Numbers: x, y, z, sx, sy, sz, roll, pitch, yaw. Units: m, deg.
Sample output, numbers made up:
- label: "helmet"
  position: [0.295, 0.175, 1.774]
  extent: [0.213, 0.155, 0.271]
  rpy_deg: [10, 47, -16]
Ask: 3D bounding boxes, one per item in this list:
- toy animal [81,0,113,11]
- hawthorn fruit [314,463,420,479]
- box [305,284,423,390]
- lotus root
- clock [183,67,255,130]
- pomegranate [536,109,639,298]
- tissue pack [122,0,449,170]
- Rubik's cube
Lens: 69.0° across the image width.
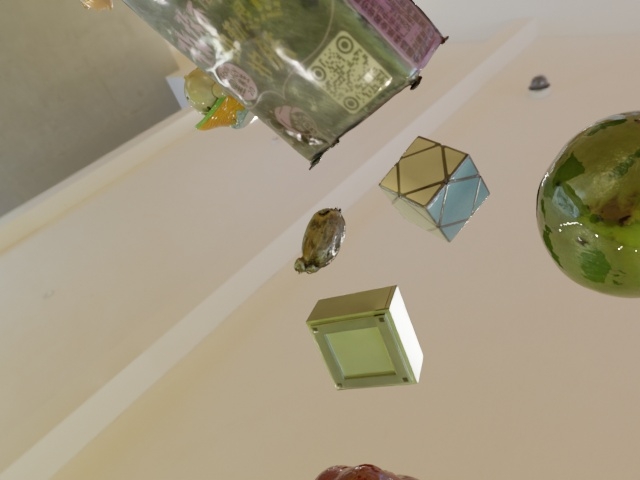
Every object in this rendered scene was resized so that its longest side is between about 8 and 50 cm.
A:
- label: "toy animal"
  position: [-0.450, -0.475, 0.865]
  extent: [0.092, 0.114, 0.082]
  rpy_deg: [-13, -136, -1]
- label: "hawthorn fruit"
  position: [0.070, 0.458, 0.660]
  extent: [0.208, 0.207, 0.243]
  rpy_deg: [-7, -130, 20]
- label: "box"
  position: [0.115, 0.257, 1.189]
  extent: [0.225, 0.224, 0.117]
  rpy_deg: [-14, -161, 25]
- label: "lotus root"
  position: [0.002, 0.001, 0.970]
  extent: [0.088, 0.088, 0.165]
  rpy_deg: [9, -116, 36]
- label: "clock"
  position: [-0.161, -0.297, 0.843]
  extent: [0.231, 0.144, 0.103]
  rpy_deg: [-53, 180, 13]
- label: "pomegranate"
  position: [0.316, -0.019, 0.426]
  extent: [0.187, 0.187, 0.225]
  rpy_deg: [-24, -142, -3]
- label: "tissue pack"
  position: [-0.067, -0.276, 0.562]
  extent: [0.259, 0.361, 0.122]
  rpy_deg: [-27, -152, 57]
- label: "Rubik's cube"
  position: [0.337, -0.152, 1.387]
  extent: [0.205, 0.205, 0.207]
  rpy_deg: [-50, -135, -2]
